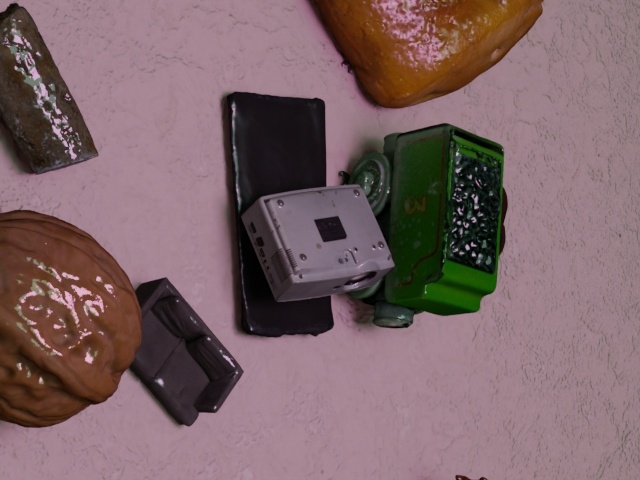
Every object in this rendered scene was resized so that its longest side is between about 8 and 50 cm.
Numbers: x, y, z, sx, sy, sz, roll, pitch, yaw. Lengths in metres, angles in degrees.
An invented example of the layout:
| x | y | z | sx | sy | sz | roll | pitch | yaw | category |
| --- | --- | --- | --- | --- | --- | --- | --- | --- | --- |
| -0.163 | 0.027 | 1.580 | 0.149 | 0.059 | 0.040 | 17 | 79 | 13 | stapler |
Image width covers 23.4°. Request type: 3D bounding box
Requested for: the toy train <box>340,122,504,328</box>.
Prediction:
| x | y | z | sx | sy | sz | roll | pitch | yaw | category |
| --- | --- | --- | --- | --- | --- | --- | --- | --- | --- |
| 0.122 | -0.017 | 1.837 | 0.132 | 0.188 | 0.243 | 17 | 73 | -40 | toy train |

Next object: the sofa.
| x | y | z | sx | sy | sz | roll | pitch | yaw | category |
| --- | --- | --- | --- | --- | --- | --- | --- | --- | --- |
| -0.152 | 0.120 | 1.644 | 0.147 | 0.060 | 0.085 | 54 | 52 | -23 | sofa |

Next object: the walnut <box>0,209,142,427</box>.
| x | y | z | sx | sy | sz | roll | pitch | yaw | category |
| --- | --- | --- | --- | --- | --- | --- | --- | --- | --- |
| -0.271 | 0.077 | 1.458 | 0.213 | 0.213 | 0.213 | 9 | 77 | -42 | walnut |

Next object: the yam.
| x | y | z | sx | sy | sz | roll | pitch | yaw | category |
| --- | --- | --- | --- | --- | --- | --- | --- | --- | --- |
| -0.291 | -0.146 | 1.549 | 0.078 | 0.078 | 0.179 | -40 | 114 | -40 | yam |

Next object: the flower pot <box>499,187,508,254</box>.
| x | y | z | sx | sy | sz | roll | pitch | yaw | category |
| --- | --- | --- | --- | --- | --- | --- | --- | --- | --- |
| 0.194 | -0.034 | 1.977 | 0.111 | 0.111 | 0.089 | 59 | 35 | -19 | flower pot |

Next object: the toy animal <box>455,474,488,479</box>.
| x | y | z | sx | sy | sz | roll | pitch | yaw | category |
| --- | --- | --- | --- | --- | --- | --- | --- | --- | --- |
| 0.166 | 0.391 | 1.860 | 0.298 | 0.122 | 0.185 | 36 | 49 | -42 | toy animal |

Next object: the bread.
| x | y | z | sx | sy | sz | roll | pitch | yaw | category |
| --- | --- | --- | --- | --- | --- | --- | --- | --- | --- |
| 0.134 | -0.352 | 1.930 | 0.328 | 0.148 | 0.337 | -39 | 109 | -40 | bread |

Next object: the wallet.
| x | y | z | sx | sy | sz | roll | pitch | yaw | category |
| --- | --- | --- | --- | --- | --- | --- | --- | --- | --- |
| -0.044 | -0.029 | 1.792 | 0.146 | 0.030 | 0.285 | 3 | 82 | -45 | wallet |

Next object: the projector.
| x | y | z | sx | sy | sz | roll | pitch | yaw | category |
| --- | --- | --- | --- | --- | --- | --- | --- | --- | --- |
| 0.000 | 0.000 | 1.738 | 0.147 | 0.061 | 0.115 | -9 | 68 | -37 | projector |
